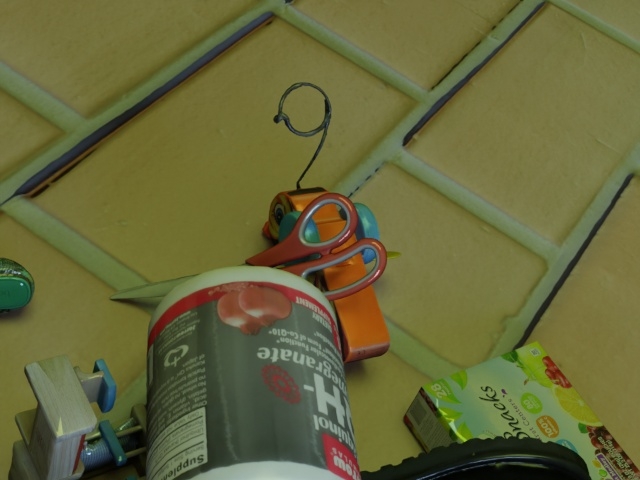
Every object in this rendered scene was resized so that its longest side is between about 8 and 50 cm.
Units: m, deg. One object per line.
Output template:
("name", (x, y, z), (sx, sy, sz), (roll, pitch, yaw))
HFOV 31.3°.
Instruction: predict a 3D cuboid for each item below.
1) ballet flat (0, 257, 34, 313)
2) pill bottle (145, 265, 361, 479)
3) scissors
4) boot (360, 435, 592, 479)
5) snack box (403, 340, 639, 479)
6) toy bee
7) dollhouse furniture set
("ballet flat", (-0.388, 0.046, 1.157), (0.188, 0.070, 0.070), (3, 48, -22))
("pill bottle", (-0.056, 0.188, 0.940), (0.176, 0.176, 0.319), (7, 43, -15))
("scissors", (-0.076, 0.046, 1.206), (0.297, 0.021, 0.109), (-24, 86, 8))
("boot", (0.096, 0.328, 0.985), (0.347, 0.131, 0.260), (-13, 45, 0))
("snack box", (0.218, 0.225, 1.209), (0.174, 0.070, 0.207), (-15, 55, -31))
("toy bee", (0.000, 0.000, 1.303), (0.195, 0.162, 0.298), (13, 70, -20))
("dollhouse furniture set", (-0.184, 0.195, 0.998), (0.129, 0.184, 0.129), (-14, 55, -31))
